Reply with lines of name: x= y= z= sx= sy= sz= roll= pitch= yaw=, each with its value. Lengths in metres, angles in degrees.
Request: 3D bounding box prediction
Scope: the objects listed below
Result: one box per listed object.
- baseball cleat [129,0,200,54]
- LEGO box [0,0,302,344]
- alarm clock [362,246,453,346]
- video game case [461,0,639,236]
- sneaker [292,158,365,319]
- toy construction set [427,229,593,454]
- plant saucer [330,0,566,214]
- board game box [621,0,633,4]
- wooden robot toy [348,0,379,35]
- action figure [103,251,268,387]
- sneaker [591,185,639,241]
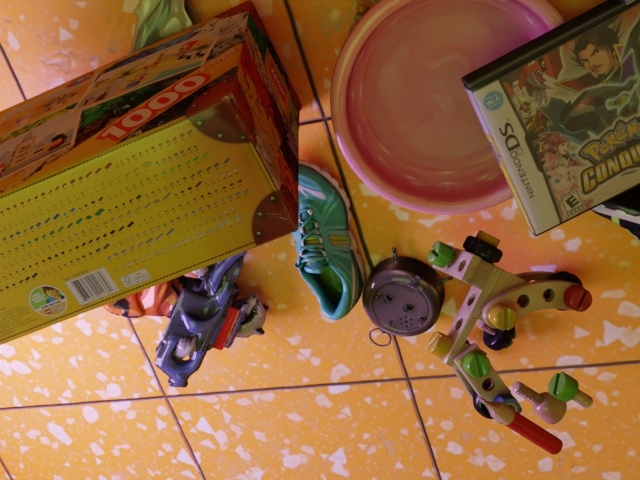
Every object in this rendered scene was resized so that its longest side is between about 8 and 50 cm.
baseball cleat: x=-0.238 y=-0.279 z=1.311 sx=0.110 sy=0.072 sz=0.205 roll=18 pitch=126 yaw=2
LEGO box: x=-0.286 y=-0.091 z=1.179 sx=0.500 sy=0.372 sz=0.193 roll=-21 pitch=119 yaw=11
alarm clock: x=0.127 y=0.109 z=1.431 sx=0.129 sy=0.064 sz=0.192 roll=26 pitch=127 yaw=2
video game case: x=0.354 y=-0.166 z=1.132 sx=0.275 sy=0.035 sz=0.248 roll=-27 pitch=117 yaw=7
sneaker: x=0.000 y=0.000 z=1.376 sx=0.107 sy=0.110 sz=0.275 roll=-13 pitch=114 yaw=25
toy construction set: x=0.234 y=0.132 z=1.247 sx=0.237 sy=0.308 sz=0.257 roll=32 pitch=116 yaw=-18
plant saucer: x=0.178 y=-0.198 z=1.175 sx=0.332 sy=0.084 sz=0.332 roll=0 pitch=118 yaw=-1
board game box: x=0.408 y=-0.360 z=1.005 sx=0.194 sy=0.194 sz=0.060 roll=-29 pitch=109 yaw=15
wooden robot toy: x=0.069 y=-0.297 z=1.194 sx=0.076 sy=0.079 sz=0.173 roll=2 pitch=120 yaw=18
action figure: x=-0.225 y=0.051 z=1.483 sx=0.330 sy=0.178 sz=0.341 roll=31 pitch=103 yaw=-10
sneaker: x=0.471 y=-0.008 z=1.231 sx=0.235 sy=0.084 sz=0.097 roll=20 pitch=126 yaw=7
